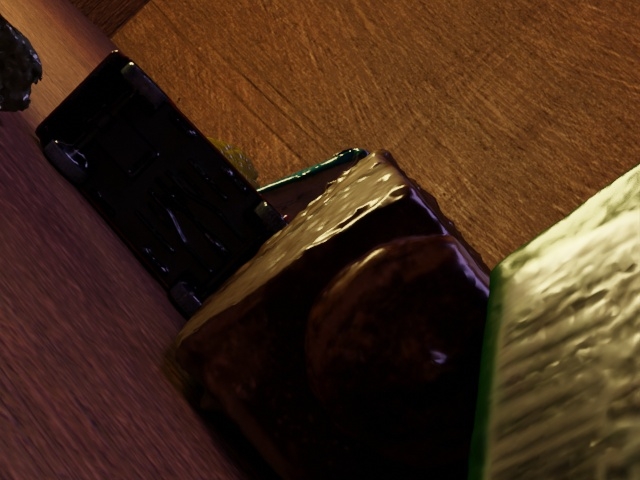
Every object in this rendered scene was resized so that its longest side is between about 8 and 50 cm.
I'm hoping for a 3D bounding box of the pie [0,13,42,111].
[{"bbox_3d":[-0.320,-0.215,0.913,0.302,0.067,0.302,46,-1,1],"label":"pie"}]

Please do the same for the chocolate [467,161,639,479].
[{"bbox_3d":[0.211,0.187,0.612,0.341,0.161,0.360,45,40,-30],"label":"chocolate"}]

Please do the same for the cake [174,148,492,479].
[{"bbox_3d":[0.036,0.077,0.818,0.196,0.199,0.293,51,5,-8],"label":"cake"}]

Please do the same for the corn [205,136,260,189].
[{"bbox_3d":[-0.138,-0.066,1.416,0.106,0.106,0.305,46,6,5],"label":"corn"}]

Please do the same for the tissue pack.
[{"bbox_3d":[0.000,0.000,1.439,0.271,0.192,0.134,32,35,-82],"label":"tissue pack"}]

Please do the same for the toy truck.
[{"bbox_3d":[-0.111,-0.032,1.036,0.252,0.107,0.114,46,1,18],"label":"toy truck"}]
